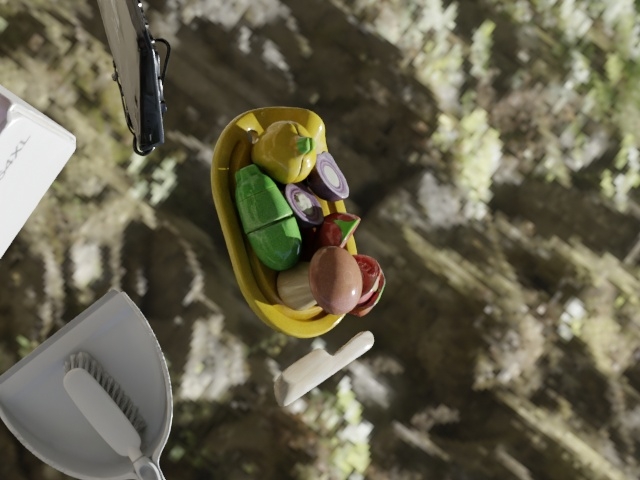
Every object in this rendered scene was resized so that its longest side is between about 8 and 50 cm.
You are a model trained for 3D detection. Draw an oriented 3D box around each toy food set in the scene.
[{"bbox_3d":[0.000,0.000,1.114,0.071,0.218,0.128,-14,-176,45],"label":"toy food set"}]

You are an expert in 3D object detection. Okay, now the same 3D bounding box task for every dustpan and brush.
[{"bbox_3d":[-0.162,0.165,1.242,0.147,0.211,0.060,-38,-176,1],"label":"dustpan and brush"}]

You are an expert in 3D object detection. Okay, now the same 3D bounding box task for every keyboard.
[{"bbox_3d":[-0.105,-0.126,0.885,0.192,0.038,0.100,-111,-160,-49],"label":"keyboard"}]

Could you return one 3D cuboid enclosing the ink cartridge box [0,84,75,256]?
[{"bbox_3d":[-0.230,-0.041,0.627,0.148,0.203,0.086,-56,169,0],"label":"ink cartridge box"}]
